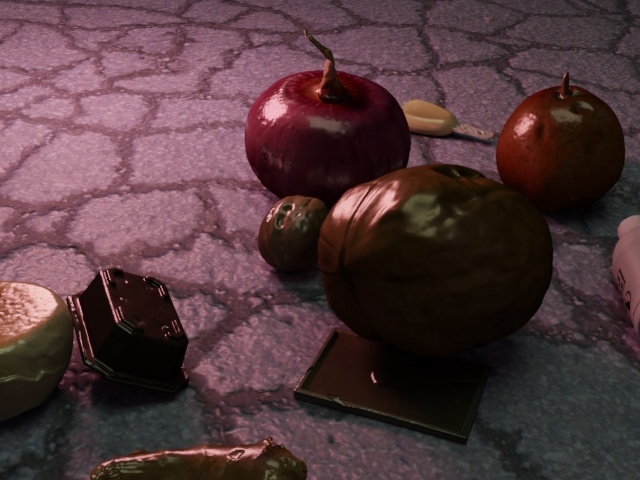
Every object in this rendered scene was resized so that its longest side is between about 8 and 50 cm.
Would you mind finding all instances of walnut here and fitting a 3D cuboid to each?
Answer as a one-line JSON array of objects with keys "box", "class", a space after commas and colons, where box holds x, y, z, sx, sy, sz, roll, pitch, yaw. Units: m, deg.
[{"box": [0.190, 0.027, 1.627, 0.398, 0.308, 0.354, -3, 17, -44], "class": "walnut"}, {"box": [-0.046, -0.014, 1.873, 0.140, 0.140, 0.162, 11, 60, 13], "class": "walnut"}]

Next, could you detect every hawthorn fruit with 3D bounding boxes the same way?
[{"box": [0.521, -0.219, 2.143, 0.277, 0.298, 0.277, 2, 27, -1], "class": "hawthorn fruit"}]

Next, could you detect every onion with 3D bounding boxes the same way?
[{"box": [0.029, -0.232, 2.112, 0.358, 0.345, 0.358, 18, 50, -22], "class": "onion"}]

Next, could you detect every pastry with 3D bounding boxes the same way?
[{"box": [-0.501, 0.164, 1.502, 0.265, 0.133, 0.265, 2, 29, -1], "class": "pastry"}]

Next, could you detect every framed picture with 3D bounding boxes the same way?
[{"box": [0.120, 0.223, 1.591, 0.281, 0.019, 0.209, 14, 30, 16], "class": "framed picture"}]

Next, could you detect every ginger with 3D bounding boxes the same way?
[{"box": [-0.162, 0.321, 1.330, 0.294, 0.086, 0.131, -2, 38, 7], "class": "ginger"}]

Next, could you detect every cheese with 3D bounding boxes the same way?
[{"box": [0.317, -0.292, 2.497, 0.251, 0.054, 0.127, 18, 35, 23], "class": "cheese"}]

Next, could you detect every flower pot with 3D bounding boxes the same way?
[{"box": [-0.294, 0.128, 1.576, 0.179, 0.084, 0.251, 18, 20, -31], "class": "flower pot"}]

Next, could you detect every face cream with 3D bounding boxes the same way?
[{"box": [0.612, 0.055, 1.827, 0.145, 0.145, 0.370, 4, 28, 0], "class": "face cream"}]
